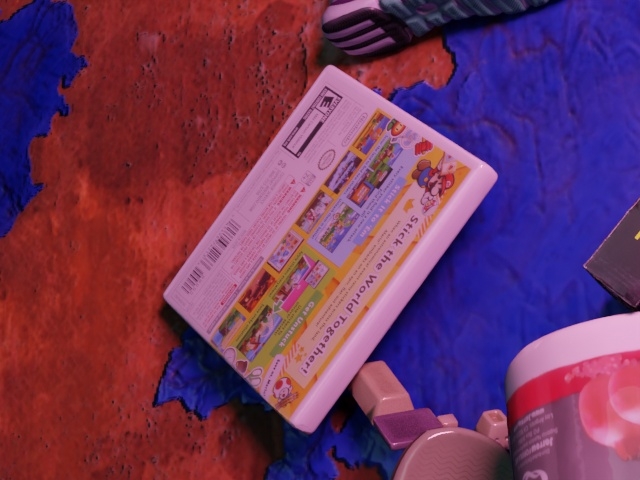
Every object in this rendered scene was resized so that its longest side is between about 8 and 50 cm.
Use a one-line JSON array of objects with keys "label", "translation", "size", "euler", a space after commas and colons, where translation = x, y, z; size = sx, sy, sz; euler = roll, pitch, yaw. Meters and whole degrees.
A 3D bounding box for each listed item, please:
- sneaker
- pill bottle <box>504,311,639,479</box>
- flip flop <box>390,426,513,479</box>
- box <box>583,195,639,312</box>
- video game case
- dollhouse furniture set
[{"label": "sneaker", "translation": [0.097, -0.216, 1.217], "size": [0.223, 0.083, 0.098], "euler": [-14, 59, 28]}, {"label": "pill bottle", "translation": [0.203, 0.212, 0.915], "size": [0.176, 0.176, 0.318], "euler": [-16, 63, 27]}, {"label": "flip flop", "translation": [0.092, 0.244, 0.995], "size": [0.112, 0.080, 0.277], "euler": [9, 62, -6]}, {"label": "box", "translation": [0.237, -0.035, 0.986], "size": [0.045, 0.190, 0.184], "euler": [37, 93, 15]}, {"label": "video game case", "translation": [0.000, 0.000, 1.202], "size": [0.227, 0.026, 0.206], "euler": [-54, 42, 2]}, {"label": "dollhouse furniture set", "translation": [0.069, 0.139, 1.135], "size": [0.114, 0.091, 0.081], "euler": [-128, 35, -57]}]
